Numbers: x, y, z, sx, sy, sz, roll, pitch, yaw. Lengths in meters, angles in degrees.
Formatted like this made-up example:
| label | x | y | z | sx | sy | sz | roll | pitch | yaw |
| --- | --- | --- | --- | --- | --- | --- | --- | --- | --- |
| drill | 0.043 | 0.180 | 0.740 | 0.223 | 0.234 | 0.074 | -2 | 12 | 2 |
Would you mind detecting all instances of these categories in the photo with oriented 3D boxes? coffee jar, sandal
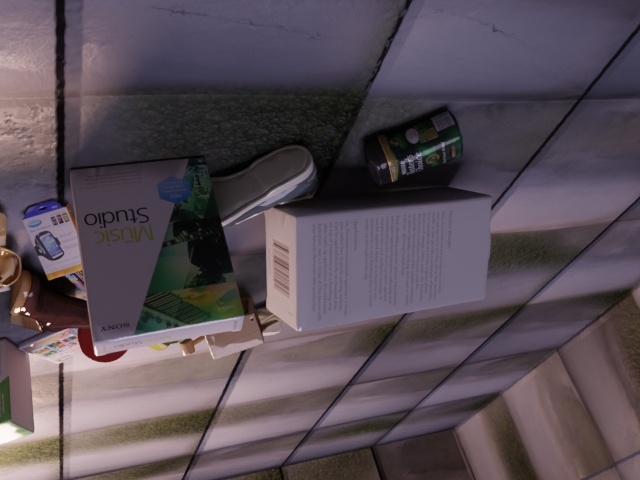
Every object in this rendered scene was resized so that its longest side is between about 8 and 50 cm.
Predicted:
| label | x | y | z | sx | sy | sz | roll | pitch | yaw |
| --- | --- | --- | --- | --- | --- | --- | --- | --- | --- |
| coffee jar | 0.176 | -0.174 | 1.332 | 0.184 | 0.079 | 0.096 | -20 | 151 | 3 |
| sandal | -0.572 | 0.045 | 1.234 | 0.088 | 0.079 | 0.240 | -28 | 154 | -35 |

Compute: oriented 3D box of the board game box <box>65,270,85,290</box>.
| label | x | y | z | sx | sy | sz | roll | pitch | yaw |
| --- | --- | --- | --- | --- | --- | --- | --- | --- | --- |
| board game box | -0.436 | 0.022 | 1.346 | 0.141 | 0.048 | 0.170 | -19 | 151 | -3 |

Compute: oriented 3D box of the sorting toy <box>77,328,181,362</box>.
| label | x | y | z | sx | sy | sz | roll | pitch | yaw |
| --- | --- | --- | --- | --- | --- | --- | --- | --- | --- |
| sorting toy | -0.373 | 0.180 | 1.633 | 0.365 | 0.127 | 0.126 | -16 | 180 | -9 |

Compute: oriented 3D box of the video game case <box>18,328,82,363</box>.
| label | x | y | z | sx | sy | sz | roll | pitch | yaw |
| --- | --- | --- | --- | --- | --- | --- | --- | --- | --- |
| video game case | -0.603 | 0.242 | 1.654 | 0.157 | 0.019 | 0.143 | -23 | 150 | 9 |

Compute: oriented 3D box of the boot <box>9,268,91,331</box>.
| label | x | y | z | sx | sy | sz | roll | pitch | yaw |
| --- | --- | --- | --- | --- | --- | --- | --- | --- | --- |
| boot | -0.517 | 0.126 | 1.417 | 0.207 | 0.090 | 0.248 | 6 | 156 | -23 |

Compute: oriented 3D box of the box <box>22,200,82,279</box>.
| label | x | y | z | sx | sy | sz | roll | pitch | yaw |
| --- | --- | --- | --- | --- | --- | --- | --- | --- | --- |
| box | -0.469 | -0.005 | 1.241 | 0.081 | 0.028 | 0.136 | -17 | 108 | -3 |

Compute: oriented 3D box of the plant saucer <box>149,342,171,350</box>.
| label | x | y | z | sx | sy | sz | roll | pitch | yaw |
| --- | --- | --- | --- | --- | --- | --- | --- | --- | --- |
| plant saucer | -0.341 | 0.143 | 1.493 | 0.188 | 0.045 | 0.188 | -54 | 140 | -4 |

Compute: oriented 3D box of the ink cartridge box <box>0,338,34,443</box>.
| label | x | y | z | sx | sy | sz | roll | pitch | yaw |
| --- | --- | --- | --- | --- | --- | --- | --- | --- | --- |
| ink cartridge box | -0.804 | 0.367 | 1.562 | 0.278 | 0.201 | 0.117 | -18 | 150 | 0 |

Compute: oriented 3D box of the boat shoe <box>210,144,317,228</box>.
| label | x | y | z | sx | sy | sz | roll | pitch | yaw |
| --- | --- | --- | --- | --- | --- | --- | --- | --- | --- |
| boat shoe | -0.151 | -0.067 | 1.291 | 0.319 | 0.116 | 0.099 | -25 | 148 | 1 |

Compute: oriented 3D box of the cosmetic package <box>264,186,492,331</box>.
| label | x | y | z | sx | sy | sz | roll | pitch | yaw |
| --- | --- | --- | --- | --- | --- | --- | --- | --- | --- |
| cosmetic package | 0.122 | 0.023 | 1.429 | 0.453 | 0.161 | 0.230 | -6 | 105 | -26 |

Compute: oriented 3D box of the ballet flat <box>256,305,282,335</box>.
| label | x | y | z | sx | sy | sz | roll | pitch | yaw |
| --- | --- | --- | --- | --- | --- | --- | --- | --- | --- |
| ballet flat | -0.096 | 0.192 | 1.799 | 0.248 | 0.086 | 0.086 | -23 | 151 | 8 |

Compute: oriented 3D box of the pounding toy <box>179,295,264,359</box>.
| label | x | y | z | sx | sy | sz | roll | pitch | yaw |
| --- | --- | --- | --- | --- | --- | --- | --- | --- | --- |
| pounding toy | -0.255 | 0.210 | 1.712 | 0.206 | 0.181 | 0.094 | -18 | 107 | -4 |

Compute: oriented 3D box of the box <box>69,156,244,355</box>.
| label | x | y | z | sx | sy | sz | roll | pitch | yaw |
| --- | --- | --- | --- | --- | --- | --- | --- | --- | --- |
| box | -0.272 | 0.013 | 1.143 | 0.232 | 0.322 | 0.058 | -9 | 153 | -18 |

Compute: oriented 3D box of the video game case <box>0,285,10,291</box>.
| label | x | y | z | sx | sy | sz | roll | pitch | yaw |
| --- | --- | --- | --- | --- | --- | --- | --- | --- | --- |
| video game case | -0.705 | 0.054 | 1.266 | 0.206 | 0.026 | 0.227 | -13 | 150 | -11 |
